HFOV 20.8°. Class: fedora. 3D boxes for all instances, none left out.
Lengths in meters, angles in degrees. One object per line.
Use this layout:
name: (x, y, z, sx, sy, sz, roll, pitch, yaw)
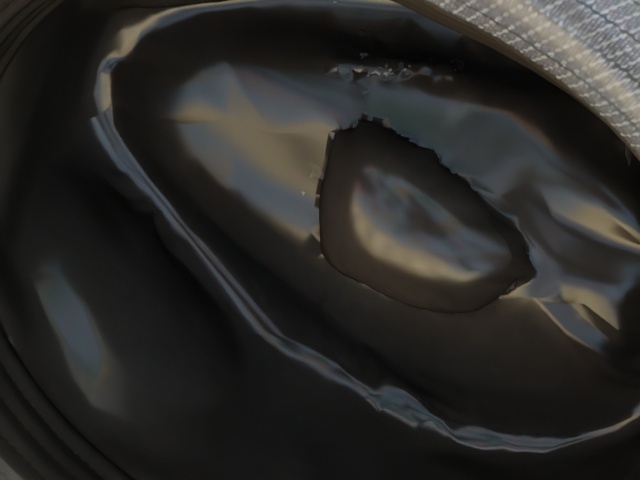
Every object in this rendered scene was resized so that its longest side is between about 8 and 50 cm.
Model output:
fedora: (0.000, 0.000, 0.459, 0.275, 0.124, 0.244, 17, 116, 10)
